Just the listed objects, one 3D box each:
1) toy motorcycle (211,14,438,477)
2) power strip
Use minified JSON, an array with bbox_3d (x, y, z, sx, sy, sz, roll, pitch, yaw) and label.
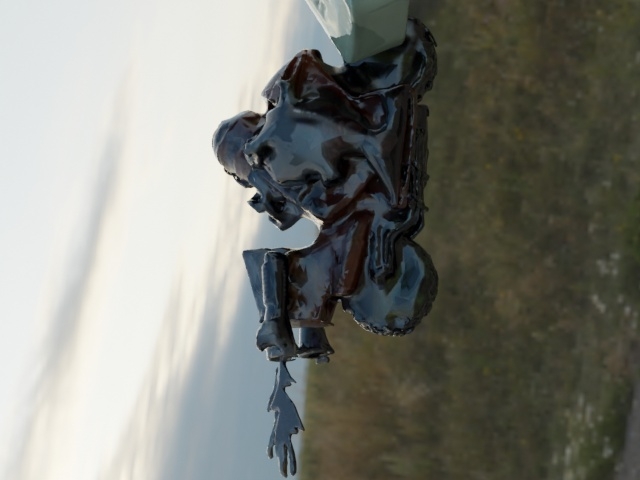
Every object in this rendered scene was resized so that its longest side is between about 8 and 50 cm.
[{"bbox_3d":[0.000,0.000,1.102,0.134,0.207,0.401,34,-125,-72],"label":"toy motorcycle"},{"bbox_3d":[-0.040,-0.320,1.112,0.385,0.062,0.091,59,165,24],"label":"power strip"}]
